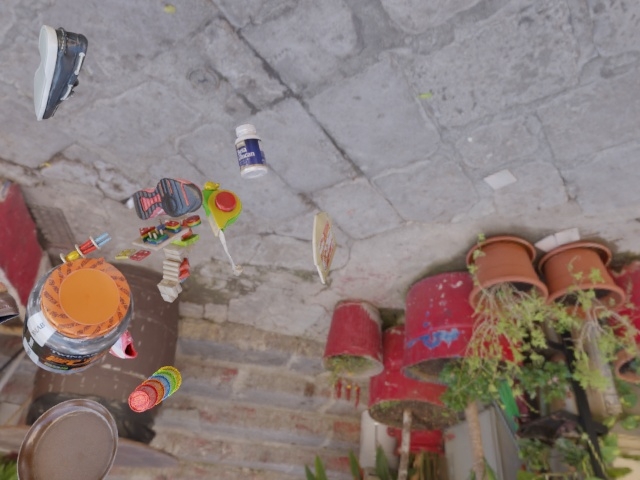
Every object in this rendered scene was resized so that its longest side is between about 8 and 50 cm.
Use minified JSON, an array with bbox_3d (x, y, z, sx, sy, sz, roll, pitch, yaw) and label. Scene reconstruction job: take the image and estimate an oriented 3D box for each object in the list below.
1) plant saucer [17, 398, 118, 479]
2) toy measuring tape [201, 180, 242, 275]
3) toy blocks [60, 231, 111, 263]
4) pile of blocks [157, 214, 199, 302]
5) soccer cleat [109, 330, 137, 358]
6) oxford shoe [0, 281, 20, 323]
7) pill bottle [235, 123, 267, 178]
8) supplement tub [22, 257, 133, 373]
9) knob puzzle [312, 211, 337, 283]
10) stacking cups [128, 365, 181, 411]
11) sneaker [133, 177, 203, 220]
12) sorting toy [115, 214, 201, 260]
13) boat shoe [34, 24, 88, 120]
[{"bbox_3d":[-0.778,0.659,1.514,0.310,0.311,0.050,2,150,6],"label":"plant saucer"},{"bbox_3d":[-0.287,-0.052,1.560,0.121,0.330,0.121,-25,165,-7],"label":"toy measuring tape"},{"bbox_3d":[-0.701,0.049,1.490,0.148,0.123,0.054,-34,164,-14],"label":"toy blocks"},{"bbox_3d":[-0.544,0.070,1.938,0.112,0.363,0.148,10,-177,29],"label":"pile of blocks"},{"bbox_3d":[-0.701,0.317,1.688,0.094,0.083,0.248,11,127,10],"label":"soccer cleat"},{"bbox_3d":[-1.080,0.277,1.424,0.133,0.363,0.130,49,158,5],"label":"oxford shoe"},{"bbox_3d":[-0.241,-0.305,1.661,0.094,0.170,0.094,-12,170,-2],"label":"pill bottle"},{"bbox_3d":[-0.549,0.172,1.096,0.207,0.207,0.338,22,148,-23],"label":"supplement tub"},{"bbox_3d":[0.000,0.000,1.428,0.029,0.213,0.213,1,147,19],"label":"knob puzzle"},{"bbox_3d":[-0.517,0.468,1.535,0.095,0.096,0.316,9,173,-4],"label":"stacking cups"},{"bbox_3d":[-0.438,-0.137,1.474,0.313,0.116,0.136,-2,-167,40],"label":"sneaker"},{"bbox_3d":[-0.515,-0.023,1.524,0.132,0.274,0.047,10,125,37],"label":"sorting toy"},{"bbox_3d":[-0.637,-0.390,1.182,0.091,0.115,0.302,-7,165,-38],"label":"boat shoe"}]
